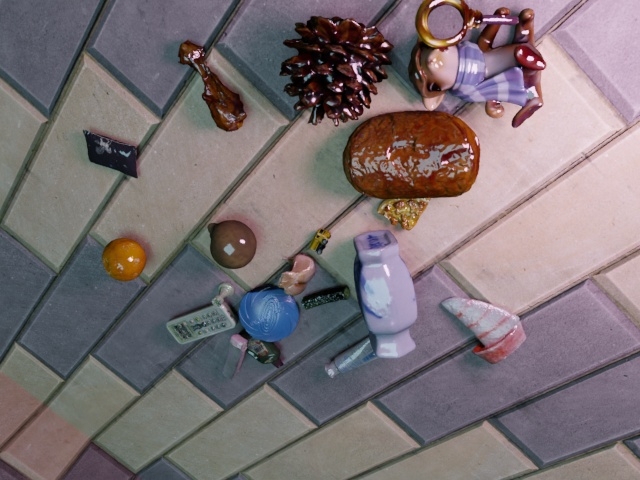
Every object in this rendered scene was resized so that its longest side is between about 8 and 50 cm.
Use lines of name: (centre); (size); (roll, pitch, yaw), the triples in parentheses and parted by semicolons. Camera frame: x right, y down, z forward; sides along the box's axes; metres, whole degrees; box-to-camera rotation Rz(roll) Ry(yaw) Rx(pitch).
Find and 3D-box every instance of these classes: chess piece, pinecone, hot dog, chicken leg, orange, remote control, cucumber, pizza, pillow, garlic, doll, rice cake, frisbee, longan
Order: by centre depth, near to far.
doll: (0.389, -0.443, 1.173); (0.340, 0.209, 0.317); (6, 112, 17)
pinecone: (0.029, -0.451, 1.264); (0.299, 0.242, 0.295); (17, 120, 0)
hot dog: (0.259, -0.235, 1.362); (0.388, 0.174, 0.266); (2, 115, 18)
chicken leg: (-0.334, -0.482, 1.461); (0.113, 0.093, 0.304); (-29, 99, 10)
pizza: (0.276, -0.092, 1.506); (0.175, 0.046, 0.134); (-20, 111, 25)
longan: (-0.326, 0.009, 1.686); (0.204, 0.159, 0.184); (40, 123, 9)
pillow: (-0.759, -0.314, 1.700); (0.209, 0.055, 0.141); (18, 130, 8)
garlic: (-0.091, 0.130, 1.726); (0.124, 0.099, 0.174); (13, 128, -13)
cucumber: (0.019, 0.213, 1.753); (0.187, 0.058, 0.058); (-18, 112, 24)
frisbee: (-0.205, 0.293, 1.837); (0.242, 0.045, 0.241); (1, 105, 3)
chess piece: (-0.389, 0.217, 1.853); (0.067, 0.103, 0.067); (7, 120, 13)
orange: (-0.778, 0.075, 1.861); (0.178, 0.155, 0.177); (7, 99, 54)
rice cake: (-0.361, 0.496, 1.980); (0.073, 0.056, 0.364); (32, 141, 8)
remote control: (-0.503, 0.347, 1.985); (0.336, 0.065, 0.128); (-21, 113, 26)

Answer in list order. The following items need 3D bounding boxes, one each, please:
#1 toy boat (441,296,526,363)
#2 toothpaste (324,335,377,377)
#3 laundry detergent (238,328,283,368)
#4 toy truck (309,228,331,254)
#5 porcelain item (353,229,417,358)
toy boat: (0.557, 0.283, 1.624); (0.282, 0.096, 0.206); (44, 116, 5)
toothpaste: (0.152, 0.451, 1.846); (0.299, 0.073, 0.114); (-33, 104, 22)
laundry detergent: (-0.244, 0.456, 1.962); (0.144, 0.078, 0.221); (-28, 110, 30)
toy truck: (0.000, 0.000, 1.643); (0.054, 0.049, 0.083); (29, 124, 1)
porcelain item: (0.215, 0.178, 1.572); (0.179, 0.242, 0.404); (-12, 112, -2)
